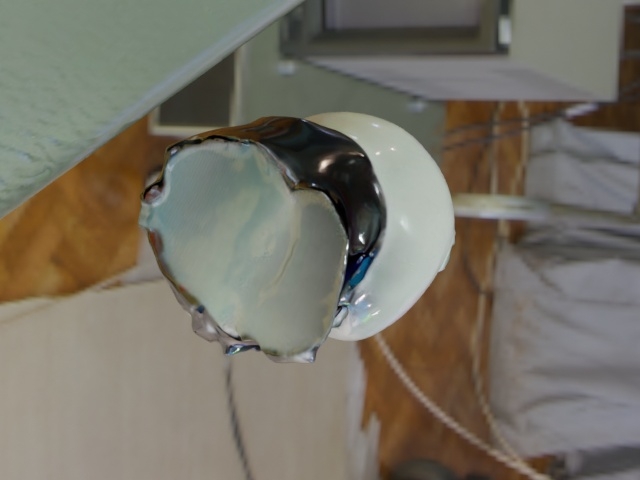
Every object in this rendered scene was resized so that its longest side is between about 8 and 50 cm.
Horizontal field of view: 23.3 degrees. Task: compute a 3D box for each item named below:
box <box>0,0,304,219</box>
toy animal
[{"bbox_3d":[-0.137,-0.189,0.484,0.177,0.344,0.352,35,23,-58],"label":"box"},{"bbox_3d":[0.000,0.000,0.936,0.179,0.138,0.166,-8,62,-49],"label":"toy animal"}]
